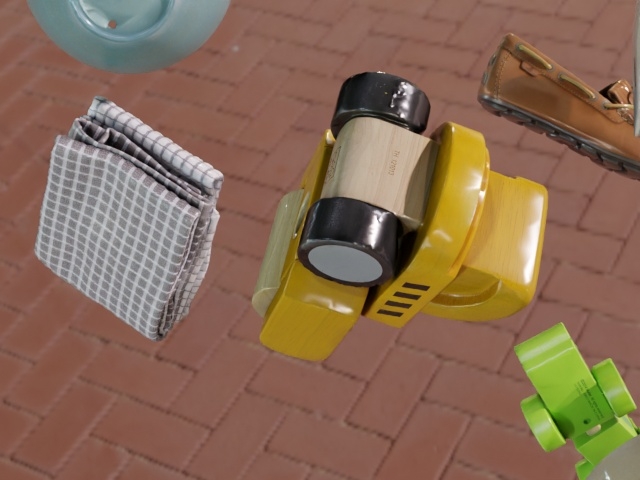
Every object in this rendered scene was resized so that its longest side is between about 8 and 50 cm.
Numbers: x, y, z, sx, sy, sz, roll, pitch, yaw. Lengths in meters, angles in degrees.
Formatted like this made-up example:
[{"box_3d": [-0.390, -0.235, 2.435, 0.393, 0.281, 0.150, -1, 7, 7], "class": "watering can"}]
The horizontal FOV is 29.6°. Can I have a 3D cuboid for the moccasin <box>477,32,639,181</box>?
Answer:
[{"box_3d": [0.424, -0.189, 1.793, 0.380, 0.139, 0.147, 27, 91, 6], "class": "moccasin"}]

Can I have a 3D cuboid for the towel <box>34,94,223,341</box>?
[{"box_3d": [-0.266, -0.020, 1.655, 0.235, 0.284, 0.121, 34, 44, 13], "class": "towel"}]

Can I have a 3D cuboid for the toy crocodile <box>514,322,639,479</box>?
[{"box_3d": [0.318, 0.210, 1.393, 0.115, 0.340, 0.105, -33, 34, 12], "class": "toy crocodile"}]

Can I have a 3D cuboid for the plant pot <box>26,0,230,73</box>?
[{"box_3d": [-0.251, -0.339, 1.553, 0.290, 0.290, 0.195, -11, 22, -1], "class": "plant pot"}]

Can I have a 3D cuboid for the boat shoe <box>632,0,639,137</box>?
[{"box_3d": [0.444, -0.242, 1.574, 0.070, 0.078, 0.219, 0, 89, 9], "class": "boat shoe"}]

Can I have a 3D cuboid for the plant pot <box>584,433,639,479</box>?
[{"box_3d": [0.411, 0.336, 1.207, 0.284, 0.284, 0.191, -8, 36, 1], "class": "plant pot"}]

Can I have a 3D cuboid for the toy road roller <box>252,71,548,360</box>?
[{"box_3d": [0.084, 0.004, 1.248, 0.240, 0.329, 0.203, 20, 62, -9], "class": "toy road roller"}]
